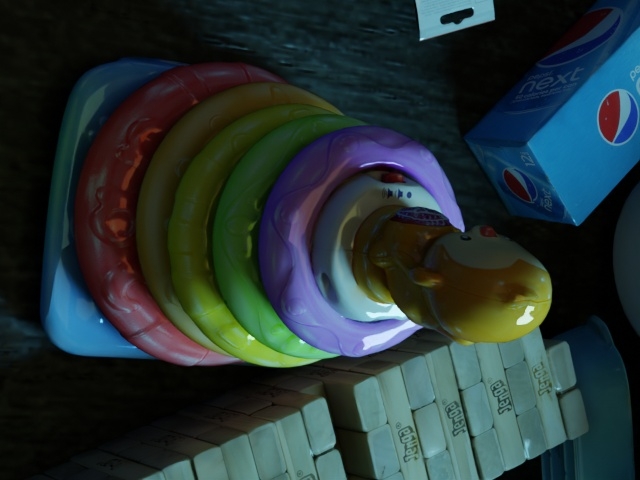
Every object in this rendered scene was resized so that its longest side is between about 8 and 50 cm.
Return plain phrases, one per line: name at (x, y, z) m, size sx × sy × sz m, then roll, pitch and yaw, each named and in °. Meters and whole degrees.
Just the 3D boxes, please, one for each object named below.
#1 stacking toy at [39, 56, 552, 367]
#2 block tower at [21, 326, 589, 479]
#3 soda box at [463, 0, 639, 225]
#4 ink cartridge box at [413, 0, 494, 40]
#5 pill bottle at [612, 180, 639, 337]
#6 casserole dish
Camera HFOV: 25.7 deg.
stacking toy at (0.000, 0.000, 0.660) m, size 0.175 × 0.302 × 0.166 m, roll 7°, pitch 93°, yaw -32°
block tower at (-0.009, 0.125, 0.793) m, size 0.335 × 0.097 × 0.091 m, roll -20°, pitch 100°, yaw -31°
soda box at (0.193, -0.106, 0.907) m, size 0.210 × 0.067 × 0.071 m, roll -45°, pitch 117°, yaw -19°
ink cartridge box at (0.066, -0.182, 0.840) m, size 0.062 × 0.029 × 0.115 m, roll -19°, pitch 108°, yaw -29°
pill bottle at (0.350, 0.003, 0.967) m, size 0.283 × 0.161 × 0.161 m, roll -6°, pitch 100°, yaw -31°
casserole dish at (0.170, 0.143, 0.910) m, size 0.037 × 0.114 × 0.189 m, roll -6°, pitch 102°, yaw -6°
